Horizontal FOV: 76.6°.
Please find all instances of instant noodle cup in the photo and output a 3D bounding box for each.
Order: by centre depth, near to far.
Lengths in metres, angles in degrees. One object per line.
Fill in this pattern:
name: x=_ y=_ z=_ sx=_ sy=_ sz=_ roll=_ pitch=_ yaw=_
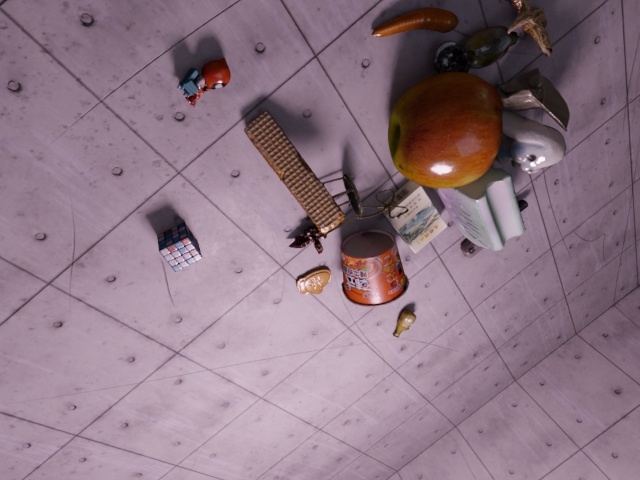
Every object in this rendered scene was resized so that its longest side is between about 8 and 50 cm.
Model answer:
instant noodle cup: x=0.183 y=0.088 z=1.464 sx=0.251 sy=0.250 sz=0.192 roll=-20 pitch=119 yaw=-12

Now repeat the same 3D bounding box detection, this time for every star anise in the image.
star anise: x=-0.009 y=0.004 z=1.371 sx=0.141 sy=0.144 sz=0.158 roll=2 pitch=119 yaw=-37

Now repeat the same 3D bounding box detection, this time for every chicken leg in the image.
chicken leg: x=0.386 y=0.387 z=1.862 sx=0.093 sy=0.070 sz=0.178 roll=-1 pitch=129 yaw=-32

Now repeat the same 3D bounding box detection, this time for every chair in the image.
chair: x=0.105 y=-0.136 z=1.323 sx=0.326 sy=0.159 sz=0.170 roll=-21 pitch=126 yaw=-5

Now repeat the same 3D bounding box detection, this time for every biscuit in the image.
biscuit: x=-0.070 y=-0.188 z=1.169 sx=0.094 sy=0.054 sz=0.378 roll=-39 pitch=101 yaw=-2
biscuit: x=-0.019 y=0.163 z=1.543 sx=0.140 sy=0.023 sz=0.118 roll=-29 pitch=128 yaw=-6

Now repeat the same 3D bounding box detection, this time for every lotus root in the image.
lotus root: x=0.526 y=-0.602 z=1.253 sx=0.192 sy=0.088 sz=0.113 roll=-24 pitch=147 yaw=-9

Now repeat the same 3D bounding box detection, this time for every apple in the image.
apple: x=0.365 y=-0.325 z=1.211 sx=0.340 sy=0.339 sz=0.339 roll=-12 pitch=125 yaw=-18

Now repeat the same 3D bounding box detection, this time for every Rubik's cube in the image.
Rubik's cube: x=-0.421 y=0.019 z=1.213 sx=0.092 sy=0.092 sz=0.092 roll=-27 pitch=129 yaw=-6

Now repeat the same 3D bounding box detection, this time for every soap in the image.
soap: x=0.581 y=-0.125 z=1.477 sx=0.156 sy=0.261 sz=0.446 roll=-44 pitch=137 yaw=3

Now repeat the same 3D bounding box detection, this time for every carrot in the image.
carrot: x=0.273 y=-0.619 z=1.145 sx=0.272 sy=0.066 sz=0.062 roll=-10 pitch=81 yaw=-16

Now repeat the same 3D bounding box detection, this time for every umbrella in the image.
umbrella: x=0.743 y=-0.053 z=1.732 sx=0.337 sy=0.067 sz=0.073 roll=-42 pitch=142 yaw=5

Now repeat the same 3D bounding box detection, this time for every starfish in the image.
starfish: x=0.645 y=-0.668 z=1.247 sx=0.238 sy=0.216 sz=0.071 roll=44 pitch=139 yaw=-10

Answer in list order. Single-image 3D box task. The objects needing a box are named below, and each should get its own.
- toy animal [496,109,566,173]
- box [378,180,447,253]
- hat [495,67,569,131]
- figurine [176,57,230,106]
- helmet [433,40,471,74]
toy animal: x=0.709 y=-0.340 z=1.415 sx=0.249 sy=0.289 sz=0.174 roll=7 pitch=118 yaw=-52
box: x=0.350 y=-0.085 z=1.523 sx=0.164 sy=0.069 sz=0.256 roll=-42 pitch=129 yaw=5
hat: x=0.705 y=-0.447 z=1.350 sx=0.244 sy=0.149 sz=0.214 roll=54 pitch=47 yaw=-15
figurine: x=-0.287 y=-0.404 z=1.016 sx=0.140 sy=0.068 sz=0.075 roll=-38 pitch=126 yaw=-6
helmet: x=0.395 y=-0.547 z=1.236 sx=0.098 sy=0.070 sz=0.123 roll=-39 pitch=109 yaw=19
